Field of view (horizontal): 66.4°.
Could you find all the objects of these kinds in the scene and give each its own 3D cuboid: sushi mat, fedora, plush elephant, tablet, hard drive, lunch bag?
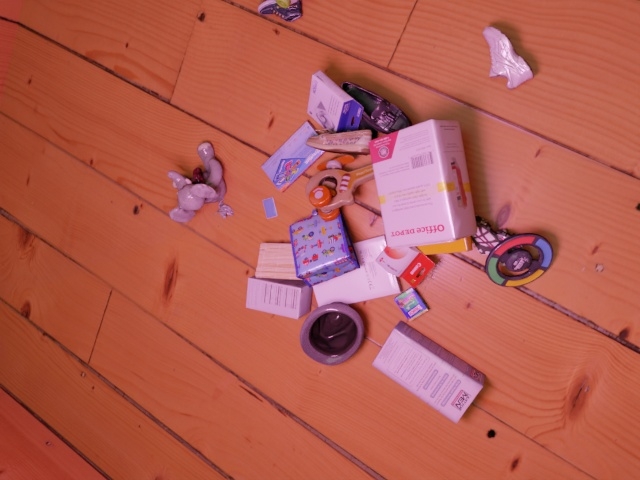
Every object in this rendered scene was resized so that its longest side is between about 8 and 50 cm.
[{"bbox_3d":[-0.110,0.085,1.990,0.317,0.019,0.151,1,73,18],"label":"sushi mat"},{"bbox_3d":[0.051,0.352,1.966,0.244,0.124,0.275,24,113,-3],"label":"fedora"},{"bbox_3d":[-0.537,-0.218,2.077,0.272,0.255,0.330,-38,82,23],"label":"plush elephant"},{"bbox_3d":[-0.216,-0.139,2.090,0.054,0.006,0.083,-13,91,24],"label":"tablet"},{"bbox_3d":[0.127,0.132,1.964,0.353,0.047,0.233,-16,91,23],"label":"hard drive"},{"bbox_3d":[0.000,0.000,1.911,0.221,0.138,0.293,-22,60,13],"label":"lunch bag"}]

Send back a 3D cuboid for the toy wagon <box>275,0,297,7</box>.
[{"bbox_3d":[-0.173,-1.048,1.880,0.344,0.068,0.267,25,88,19],"label":"toy wagon"}]

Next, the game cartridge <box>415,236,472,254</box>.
[{"bbox_3d":[0.392,-0.110,1.765,0.285,0.053,0.323,-6,93,46],"label":"game cartridge"}]

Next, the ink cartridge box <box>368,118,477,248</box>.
[{"bbox_3d":[0.342,-0.182,1.647,0.279,0.160,0.384,-8,92,47],"label":"ink cartridge box"}]

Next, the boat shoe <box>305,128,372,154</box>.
[{"bbox_3d":[0.071,-0.377,1.846,0.285,0.105,0.089,12,97,32],"label":"boat shoe"}]

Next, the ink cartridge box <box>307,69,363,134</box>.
[{"bbox_3d":[0.048,-0.487,1.831,0.224,0.223,0.045,43,68,12],"label":"ink cartridge box"}]

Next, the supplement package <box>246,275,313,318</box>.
[{"bbox_3d":[-0.170,0.229,2.051,0.244,0.139,0.133,9,100,22],"label":"supplement package"}]

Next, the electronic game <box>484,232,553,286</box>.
[{"bbox_3d":[0.677,0.070,1.668,0.229,0.048,0.229,-2,126,-3],"label":"electronic game"}]

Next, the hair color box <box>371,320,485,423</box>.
[{"bbox_3d":[0.408,0.494,1.862,0.374,0.114,0.185,33,109,16],"label":"hair color box"}]

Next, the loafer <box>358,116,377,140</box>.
[{"bbox_3d":[0.175,-0.434,1.851,0.078,0.076,0.223,13,98,26],"label":"loafer"}]

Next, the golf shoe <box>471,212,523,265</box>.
[{"bbox_3d":[0.570,-0.015,1.729,0.273,0.105,0.120,32,113,16],"label":"golf shoe"}]

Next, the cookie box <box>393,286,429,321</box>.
[{"bbox_3d":[0.352,0.244,1.888,0.092,0.040,0.107,-38,83,22],"label":"cookie box"}]

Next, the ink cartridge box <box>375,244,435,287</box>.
[{"bbox_3d":[0.310,0.082,1.812,0.179,0.045,0.145,44,127,15],"label":"ink cartridge box"}]

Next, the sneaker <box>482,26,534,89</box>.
[{"bbox_3d":[0.602,-0.607,1.639,0.115,0.090,0.232,-37,82,26],"label":"sneaker"}]

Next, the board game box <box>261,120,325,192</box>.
[{"bbox_3d":[-0.105,-0.340,2.004,0.281,0.027,0.145,-40,81,22],"label":"board game box"}]

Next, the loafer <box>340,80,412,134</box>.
[{"bbox_3d":[0.190,-0.473,1.753,0.302,0.095,0.109,38,100,17],"label":"loafer"}]

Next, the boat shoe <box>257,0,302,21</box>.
[{"bbox_3d":[-0.161,-0.902,1.925,0.183,0.065,0.083,-6,91,21],"label":"boat shoe"}]

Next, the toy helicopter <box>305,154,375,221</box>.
[{"bbox_3d":[0.109,-0.242,1.866,0.355,0.140,0.235,-21,58,10],"label":"toy helicopter"}]
